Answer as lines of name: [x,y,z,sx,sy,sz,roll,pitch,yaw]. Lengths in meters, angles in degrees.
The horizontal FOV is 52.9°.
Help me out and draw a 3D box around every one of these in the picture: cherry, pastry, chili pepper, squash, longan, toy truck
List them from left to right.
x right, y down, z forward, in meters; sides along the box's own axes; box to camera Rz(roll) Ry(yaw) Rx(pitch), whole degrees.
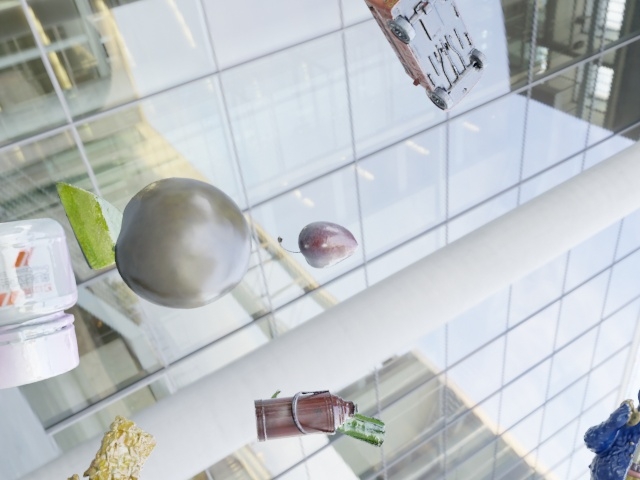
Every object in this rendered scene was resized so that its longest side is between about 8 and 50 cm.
squash: [-0.555,-0.073,1.637,0.093,0.169,0.252,-2,-60,17]
pastry: [-0.510,0.563,1.565,0.154,0.249,0.102,35,-33,-20]
longan: [-0.194,0.002,0.925,0.212,0.198,0.197,-81,155,-67]
cherry: [0.007,0.003,1.485,0.148,0.115,0.188,21,-13,16]
chili pepper: [0.025,0.526,1.912,0.359,0.084,0.076,21,-32,-9]
toy truck: [0.171,-0.326,1.033,0.114,0.107,0.253,41,-1,40]

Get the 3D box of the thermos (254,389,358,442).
thermos: [-0.030,0.392,1.444,0.124,0.232,0.098,101,-18,-64]

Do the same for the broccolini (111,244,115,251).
broccolini: [-0.395,0.054,1.513,0.203,0.091,0.068,12,-56,20]

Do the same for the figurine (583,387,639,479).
figurine: [0.513,0.349,1.037,0.164,0.121,0.262,34,-80,32]

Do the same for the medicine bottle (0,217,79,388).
medicine bottle: [-0.604,0.120,1.262,0.241,0.241,0.301,-3,-83,66]
